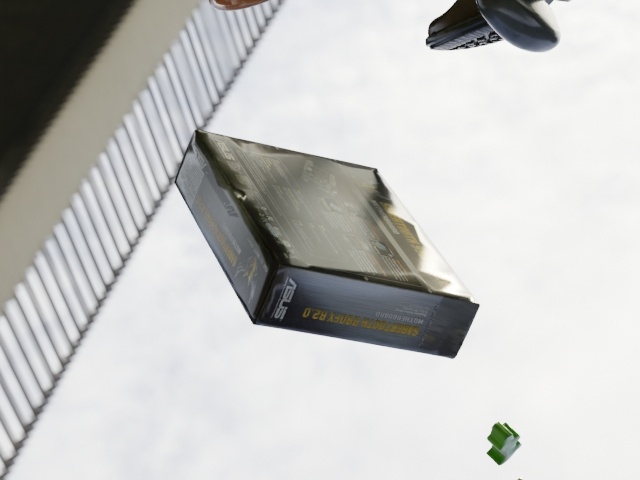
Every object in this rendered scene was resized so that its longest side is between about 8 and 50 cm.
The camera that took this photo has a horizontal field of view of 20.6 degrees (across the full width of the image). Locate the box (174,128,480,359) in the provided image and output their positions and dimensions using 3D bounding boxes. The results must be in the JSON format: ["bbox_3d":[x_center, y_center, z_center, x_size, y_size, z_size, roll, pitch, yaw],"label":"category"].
[{"bbox_3d":[0.000,0.000,1.427,0.183,0.056,0.231,12,-155,-29],"label":"box"}]

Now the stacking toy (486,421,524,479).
[{"bbox_3d":[0.211,0.260,1.548,0.052,0.221,0.167,-42,-116,-11],"label":"stacking toy"}]

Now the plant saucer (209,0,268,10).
[{"bbox_3d":[-0.049,-0.338,2.088,0.200,0.200,0.037,-26,-98,-10],"label":"plant saucer"}]

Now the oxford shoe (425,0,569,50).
[{"bbox_3d":[0.186,-0.263,1.804,0.083,0.227,0.096,-4,-109,-42],"label":"oxford shoe"}]

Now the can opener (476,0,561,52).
[{"bbox_3d":[0.107,-0.236,1.418,0.074,0.280,0.093,-38,-131,35],"label":"can opener"}]
